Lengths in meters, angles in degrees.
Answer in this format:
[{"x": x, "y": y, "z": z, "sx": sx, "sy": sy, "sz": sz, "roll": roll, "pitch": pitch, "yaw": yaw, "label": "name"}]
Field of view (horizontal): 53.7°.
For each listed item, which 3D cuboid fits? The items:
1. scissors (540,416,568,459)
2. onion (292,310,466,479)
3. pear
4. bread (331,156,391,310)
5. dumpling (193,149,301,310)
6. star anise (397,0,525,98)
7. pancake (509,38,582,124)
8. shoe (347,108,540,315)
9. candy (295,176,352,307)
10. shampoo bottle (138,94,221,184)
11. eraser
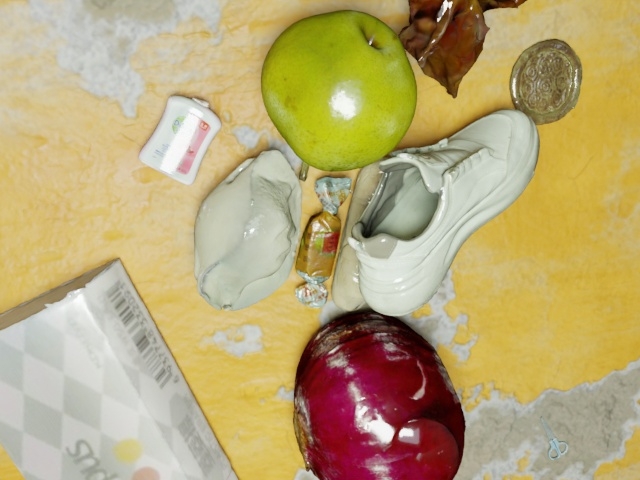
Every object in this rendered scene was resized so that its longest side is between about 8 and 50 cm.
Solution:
[{"x": 0.364, "y": 0.310, "z": 0.996, "sx": 0.036, "sy": 0.006, "sz": 0.083, "roll": -31, "pitch": 108, "yaw": -5, "label": "scissors"}, {"x": 0.072, "y": 0.208, "z": 0.804, "sx": 0.216, "sy": 0.206, "sz": 0.207, "roll": -13, "pitch": 106, "yaw": -9, "label": "onion"}, {"x": 0.011, "y": -0.156, "z": 0.736, "sx": 0.180, "sy": 0.216, "sz": 0.166, "roll": 43, "pitch": 51, "yaw": 6, "label": "pear"}, {"x": 0.066, "y": -0.003, "z": 0.831, "sx": 0.073, "sy": 0.053, "sz": 0.215, "roll": 10, "pitch": 101, "yaw": -18, "label": "bread"}, {"x": -0.076, "y": -0.007, "z": 0.780, "sx": 0.181, "sy": 0.111, "sz": 0.155, "roll": -42, "pitch": 141, "yaw": 10, "label": "dumpling"}, {"x": 0.143, "y": -0.337, "z": 0.724, "sx": 0.237, "sy": 0.148, "sz": 0.347, "roll": -24, "pitch": 106, "yaw": -28, "label": "star anise"}, {"x": 0.305, "y": -0.212, "z": 0.851, "sx": 0.114, "sy": 0.011, "sz": 0.115, "roll": -3, "pitch": 106, "yaw": -12, "label": "pancake"}, {"x": 0.136, "y": -0.069, "z": 0.745, "sx": 0.316, "sy": 0.124, "sz": 0.159, "roll": -53, "pitch": 138, "yaw": -13, "label": "shoe"}, {"x": 0.000, "y": 0.000, "z": 0.823, "sx": 0.053, "sy": 0.046, "sz": 0.182, "roll": 9, "pitch": 107, "yaw": -17, "label": "candy"}, {"x": -0.164, "y": -0.125, "z": 0.756, "sx": 0.072, "sy": 0.043, "sz": 0.099, "roll": 28, "pitch": 97, "yaw": -17, "label": "shampoo bottle"}, {"x": -0.263, "y": 0.246, "z": 0.807, "sx": 0.213, "sy": 0.082, "sz": 0.397, "roll": -26, "pitch": 107, "yaw": -4, "label": "eraser"}]
